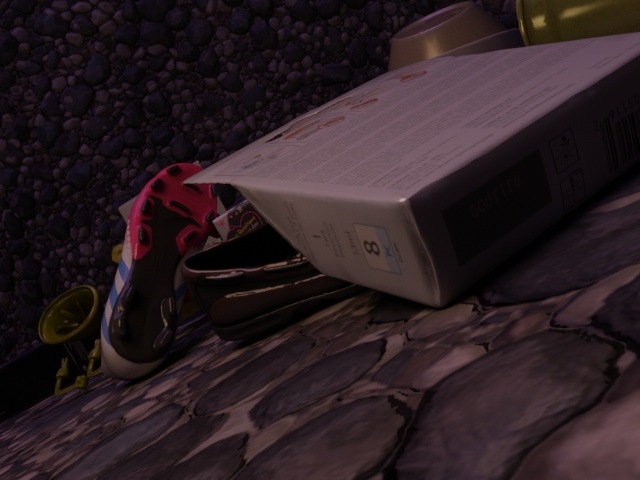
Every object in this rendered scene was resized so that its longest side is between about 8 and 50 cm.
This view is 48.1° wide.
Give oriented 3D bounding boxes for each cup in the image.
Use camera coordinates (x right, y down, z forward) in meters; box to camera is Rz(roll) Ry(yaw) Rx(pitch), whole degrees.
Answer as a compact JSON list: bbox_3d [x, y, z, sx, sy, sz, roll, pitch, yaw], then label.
[{"bbox_3d":[0.265,-0.327,1.421,0.331,0.237,0.331,-23,22,10],"label":"cup"}]

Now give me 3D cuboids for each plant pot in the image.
[{"bbox_3d":[0.533,-0.416,1.310,0.254,0.276,0.276,-12,14,38],"label":"plant pot"}]

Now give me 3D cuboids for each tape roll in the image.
[{"bbox_3d":[0.130,-0.217,1.114,0.392,0.072,0.392,-22,7,3],"label":"tape roll"}]

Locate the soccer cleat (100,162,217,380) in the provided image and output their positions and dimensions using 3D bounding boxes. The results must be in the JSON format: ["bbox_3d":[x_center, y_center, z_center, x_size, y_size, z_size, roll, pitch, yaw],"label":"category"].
[{"bbox_3d":[-0.235,0.039,0.995,0.143,0.116,0.331,-44,27,49],"label":"soccer cleat"}]

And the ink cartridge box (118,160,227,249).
[{"bbox_3d":[-0.279,-0.009,1.564,0.239,0.275,0.060,-27,5,23],"label":"ink cartridge box"}]

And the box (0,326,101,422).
[{"bbox_3d":[-0.570,0.265,1.484,0.261,0.103,0.184,-28,2,13],"label":"box"}]

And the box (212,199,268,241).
[{"bbox_3d":[-0.043,-0.025,1.102,0.163,0.142,0.247,-28,4,10],"label":"box"}]

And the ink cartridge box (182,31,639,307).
[{"bbox_3d":[0.081,-0.082,0.668,0.308,0.091,0.385,-32,21,-25],"label":"ink cartridge box"}]

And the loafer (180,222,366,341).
[{"bbox_3d":[0.000,0.000,0.704,0.303,0.095,0.109,-28,28,14],"label":"loafer"}]

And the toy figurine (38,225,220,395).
[{"bbox_3d":[-0.252,0.120,1.184,0.363,0.191,0.217,-32,-26,16],"label":"toy figurine"}]
